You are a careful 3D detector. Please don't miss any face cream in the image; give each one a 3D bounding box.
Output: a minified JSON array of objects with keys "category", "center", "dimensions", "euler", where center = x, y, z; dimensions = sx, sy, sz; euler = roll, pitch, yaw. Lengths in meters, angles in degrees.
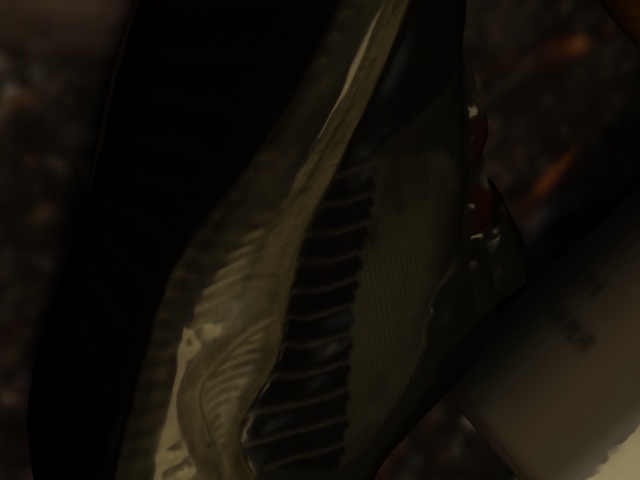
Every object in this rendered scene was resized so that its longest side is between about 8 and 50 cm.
[{"category":"face cream","center":[0.176,-0.032,0.545],"dimensions":[0.311,0.092,0.092],"euler":[-43,122,3]}]

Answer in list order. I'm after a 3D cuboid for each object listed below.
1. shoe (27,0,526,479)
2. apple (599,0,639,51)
[{"category":"shoe","center":[0.000,0.000,0.495],"dimensions":[0.112,0.099,0.228],"euler":[10,114,-33]},{"category":"apple","center":[0.156,-0.119,0.389],"dimensions":[0.264,0.264,0.264],"euler":[-9,117,-18]}]
